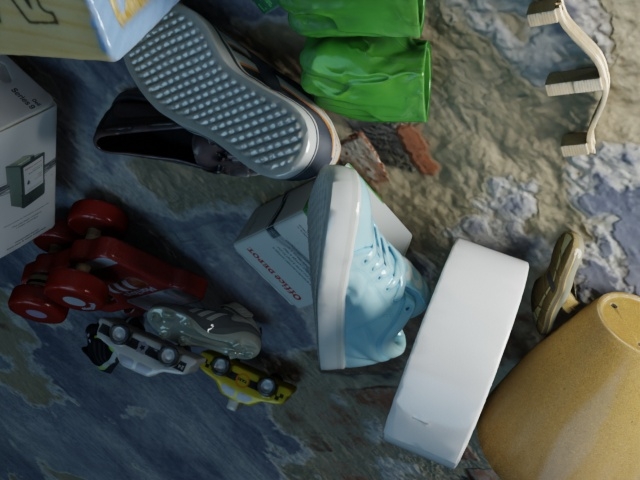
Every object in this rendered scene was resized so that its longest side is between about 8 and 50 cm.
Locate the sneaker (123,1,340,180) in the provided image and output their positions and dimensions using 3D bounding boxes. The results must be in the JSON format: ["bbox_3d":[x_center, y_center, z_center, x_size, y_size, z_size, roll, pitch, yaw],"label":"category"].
[{"bbox_3d":[-0.110,-0.176,0.979,0.321,0.127,0.126,43,107,21],"label":"sneaker"}]

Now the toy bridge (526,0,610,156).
[{"bbox_3d":[0.271,-0.167,0.841,0.063,0.026,0.188,-3,132,32],"label":"toy bridge"}]

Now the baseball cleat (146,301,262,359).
[{"bbox_3d":[-0.199,0.142,1.385,0.205,0.109,0.072,26,122,-17],"label":"baseball cleat"}]

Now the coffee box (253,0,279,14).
[{"bbox_3d":[-0.029,-0.327,0.839,0.184,0.040,0.113,-20,123,44],"label":"coffee box"}]

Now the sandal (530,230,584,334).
[{"bbox_3d":[0.316,0.061,1.040,0.049,0.072,0.180,5,135,-4],"label":"sandal"}]

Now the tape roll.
[{"bbox_3d":[0.174,0.145,1.034,0.100,0.286,0.286,21,141,10],"label":"tape roll"}]

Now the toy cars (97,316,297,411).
[{"bbox_3d":[-0.224,0.239,1.437,0.393,0.087,0.176,25,176,-33],"label":"toy cars"}]

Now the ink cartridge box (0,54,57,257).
[{"bbox_3d":[-0.520,-0.147,1.228,0.211,0.121,0.289,40,141,14],"label":"ink cartridge box"}]

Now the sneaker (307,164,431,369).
[{"bbox_3d":[0.062,0.035,0.987,0.150,0.135,0.366,-6,146,-3],"label":"sneaker"}]

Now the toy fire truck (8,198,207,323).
[{"bbox_3d":[-0.381,0.072,1.413,0.302,0.169,0.254,-18,142,41],"label":"toy fire truck"}]

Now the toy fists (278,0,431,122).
[{"bbox_3d":[0.040,-0.224,0.836,0.142,0.096,0.279,4,155,12],"label":"toy fists"}]

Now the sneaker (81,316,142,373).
[{"bbox_3d":[-0.443,0.208,1.642,0.097,0.084,0.235,36,141,-7],"label":"sneaker"}]

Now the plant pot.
[{"bbox_3d":[0.361,0.200,1.051,0.237,0.237,0.254,23,127,8],"label":"plant pot"}]

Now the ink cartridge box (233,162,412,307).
[{"bbox_3d":[0.000,0.000,1.140,0.208,0.087,0.153,-22,120,43],"label":"ink cartridge box"}]

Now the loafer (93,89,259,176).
[{"bbox_3d":[-0.172,-0.131,1.096,0.302,0.095,0.109,13,138,20],"label":"loafer"}]

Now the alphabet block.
[{"bbox_3d":[-0.287,-0.328,0.881,0.197,0.192,0.193,8,135,23],"label":"alphabet block"}]
